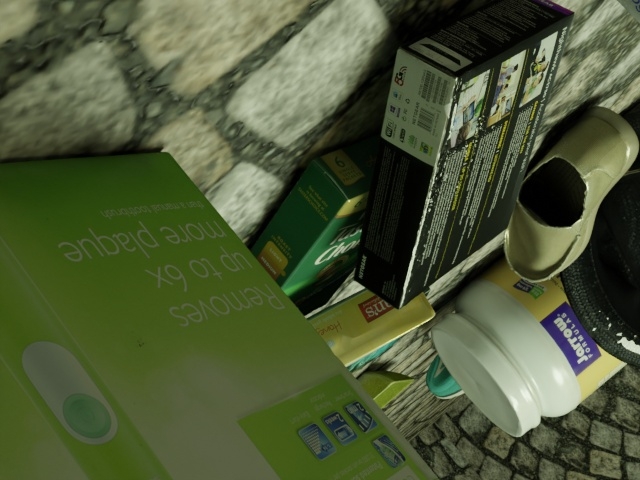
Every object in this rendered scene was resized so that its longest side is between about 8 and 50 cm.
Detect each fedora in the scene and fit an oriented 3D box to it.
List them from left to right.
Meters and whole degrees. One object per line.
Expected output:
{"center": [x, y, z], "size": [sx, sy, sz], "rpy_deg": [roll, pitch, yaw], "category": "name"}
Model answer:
{"center": [0.422, -0.006, 1.305], "size": [0.334, 0.334, 0.152], "rpy_deg": [-38, -168, -7], "category": "fedora"}

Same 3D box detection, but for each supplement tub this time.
{"center": [0.355, 0.111, 1.489], "size": [0.331, 0.241, 0.241], "rpy_deg": [-37, 165, -12], "category": "supplement tub"}

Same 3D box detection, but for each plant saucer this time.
{"center": [0.052, 0.267, 1.588], "size": [0.188, 0.045, 0.188], "rpy_deg": [-42, 165, 7], "category": "plant saucer"}

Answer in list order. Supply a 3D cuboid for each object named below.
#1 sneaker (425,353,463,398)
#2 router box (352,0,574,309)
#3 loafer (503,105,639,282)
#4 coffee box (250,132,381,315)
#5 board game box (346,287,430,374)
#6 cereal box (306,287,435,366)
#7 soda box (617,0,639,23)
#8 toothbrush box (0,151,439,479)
{"center": [0.285, 0.186, 1.867], "size": [0.110, 0.107, 0.275], "rpy_deg": [14, 122, -48], "category": "sneaker"}
{"center": [0.090, -0.058, 0.639], "size": [0.133, 0.046, 0.179], "rpy_deg": [-32, 145, -39], "category": "router box"}
{"center": [0.261, -0.040, 1.126], "size": [0.092, 0.102, 0.269], "rpy_deg": [-29, 152, -30], "category": "loafer"}
{"center": [0.000, 0.000, 0.713], "size": [0.113, 0.040, 0.184], "rpy_deg": [-24, 158, -46], "category": "coffee box"}
{"center": [0.065, 0.119, 1.235], "size": [0.126, 0.026, 0.186], "rpy_deg": [-35, 164, -19], "category": "board game box"}
{"center": [0.000, 0.084, 0.815], "size": [0.173, 0.047, 0.240], "rpy_deg": [-29, 175, -2], "category": "cereal box"}
{"center": [0.348, -0.242, 0.741], "size": [0.286, 0.098, 0.091], "rpy_deg": [-32, 164, -24], "category": "soda box"}
{"center": [-0.072, 0.107, 0.389], "size": [0.122, 0.283, 0.206], "rpy_deg": [-47, 162, 27], "category": "toothbrush box"}
